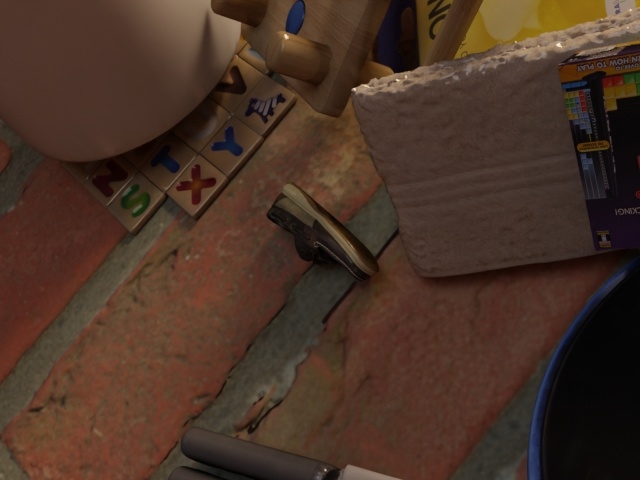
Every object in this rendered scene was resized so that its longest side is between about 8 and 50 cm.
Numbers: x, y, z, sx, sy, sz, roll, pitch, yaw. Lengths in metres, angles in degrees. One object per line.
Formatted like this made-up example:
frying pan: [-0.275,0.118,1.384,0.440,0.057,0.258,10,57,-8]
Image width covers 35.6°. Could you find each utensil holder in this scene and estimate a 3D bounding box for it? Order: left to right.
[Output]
utensil holder: [-0.295,-0.312,1.022,0.327,0.385,0.328,-14,50,17]

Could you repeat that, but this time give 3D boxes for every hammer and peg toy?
hammer and peg toy: [0.026,-0.244,0.904,0.266,0.127,0.361,-66,31,20]

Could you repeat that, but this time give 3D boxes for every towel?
towel: [0.176,-0.071,0.791,0.282,0.187,0.049,-9,26,27]

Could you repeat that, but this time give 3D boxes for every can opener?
can opener: [-0.017,0.209,0.818,0.280,0.093,0.074,7,70,38]

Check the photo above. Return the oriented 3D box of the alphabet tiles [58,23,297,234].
alphabet tiles: [-0.183,-0.171,1.160,0.285,0.011,0.342,-50,52,-1]

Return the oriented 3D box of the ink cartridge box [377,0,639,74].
ink cartridge box: [0.154,-0.240,0.904,0.307,0.072,0.304,-20,60,36]

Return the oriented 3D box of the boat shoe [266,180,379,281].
boat shoe: [0.000,0.000,0.939,0.049,0.056,0.152,-50,42,5]

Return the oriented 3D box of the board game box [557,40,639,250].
board game box: [0.258,-0.069,0.669,0.170,0.048,0.141,-5,108,36]

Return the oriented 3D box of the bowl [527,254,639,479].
bowl: [0.313,0.131,0.623,0.391,0.077,0.391,-21,45,23]
